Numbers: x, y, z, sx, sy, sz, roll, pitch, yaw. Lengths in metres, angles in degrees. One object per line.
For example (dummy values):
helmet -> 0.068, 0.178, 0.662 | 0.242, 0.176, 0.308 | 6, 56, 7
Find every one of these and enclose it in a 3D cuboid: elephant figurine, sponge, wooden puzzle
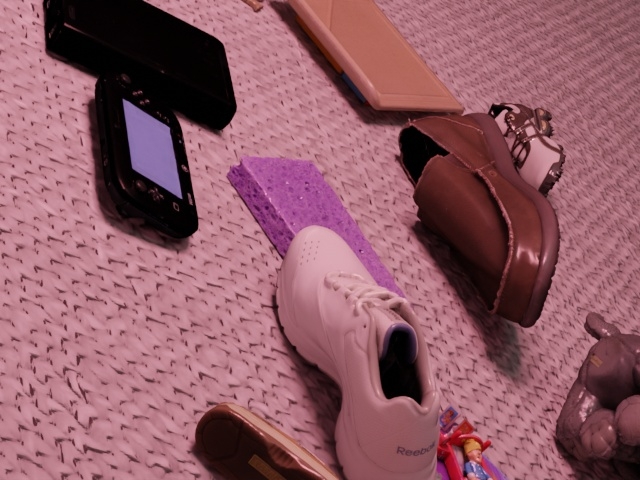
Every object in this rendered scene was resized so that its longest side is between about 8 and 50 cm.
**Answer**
elephant figurine -> 0.373, 0.219, 1.685 | 0.239, 0.186, 0.169 | 38, -17, -28
sponge -> 0.000, 0.000, 1.620 | 0.117, 0.031, 0.210 | -1, 49, -51
wooden puzzle -> 0.061, -0.241, 2.037 | 0.221, 0.044, 0.239 | 53, 25, 22

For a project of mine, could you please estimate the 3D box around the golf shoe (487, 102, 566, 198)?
golf shoe -> 0.266, -0.121, 2.099 | 0.094, 0.077, 0.198 | 20, 26, -15

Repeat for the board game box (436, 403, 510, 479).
board game box -> 0.141, 0.216, 1.487 | 0.169, 0.033, 0.133 | 44, 28, 6

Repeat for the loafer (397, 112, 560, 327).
loafer -> 0.166, -0.026, 1.795 | 0.130, 0.134, 0.366 | 4, 29, -15

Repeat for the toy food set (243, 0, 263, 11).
toy food set -> -0.109, -0.341, 1.981 | 0.122, 0.019, 0.078 | 41, 28, -1

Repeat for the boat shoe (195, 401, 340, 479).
boat shoe -> -0.014, 0.198, 1.288 | 0.190, 0.068, 0.072 | 46, 16, 8

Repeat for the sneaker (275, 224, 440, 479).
sneaker -> 0.047, 0.087, 1.429 | 0.111, 0.129, 0.297 | -6, 47, -24

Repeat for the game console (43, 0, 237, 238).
game console -> -0.169, -0.132, 1.582 | 0.213, 0.044, 0.361 | 23, 33, -30
